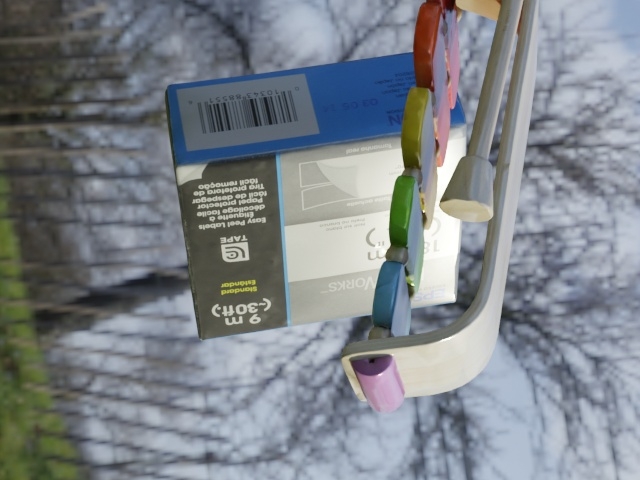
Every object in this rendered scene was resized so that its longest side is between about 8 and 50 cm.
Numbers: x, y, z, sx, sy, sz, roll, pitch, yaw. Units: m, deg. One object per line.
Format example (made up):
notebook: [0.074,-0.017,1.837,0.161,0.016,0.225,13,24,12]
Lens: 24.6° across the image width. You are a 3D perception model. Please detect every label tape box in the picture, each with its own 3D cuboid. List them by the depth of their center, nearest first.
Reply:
label tape box: [0.000,0.000,1.308,0.333,0.241,0.106,87,-8,-47]

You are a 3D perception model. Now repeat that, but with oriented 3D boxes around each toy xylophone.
toy xylophone: [0.080,-0.064,0.887,0.236,0.081,0.322,79,21,-61]
